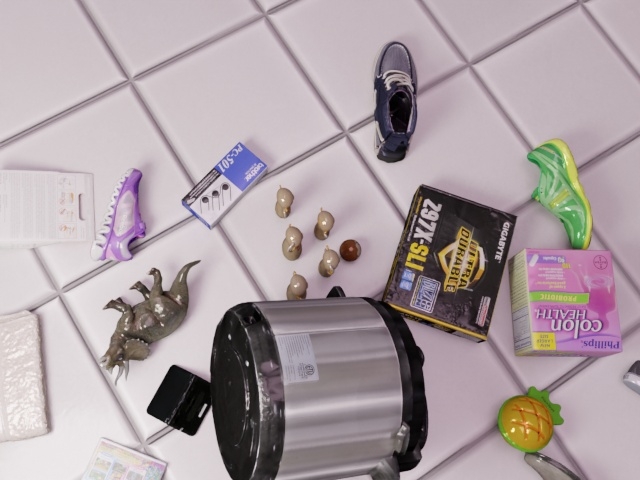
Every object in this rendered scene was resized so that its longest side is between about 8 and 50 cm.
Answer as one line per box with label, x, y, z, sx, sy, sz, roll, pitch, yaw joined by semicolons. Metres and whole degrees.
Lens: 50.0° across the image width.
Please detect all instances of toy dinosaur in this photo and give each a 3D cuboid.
toy dinosaur;-0.382;0.166;1.552;0.313;0.121;0.160;-39;93;-19

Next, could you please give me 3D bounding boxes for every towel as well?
towel;-0.698;0.301;1.500;0.187;0.049;0.282;-10;75;-8

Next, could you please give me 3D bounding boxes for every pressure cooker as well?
pressure cooker;0.017;0.299;1.383;0.420;0.375;0.370;-2;98;-24

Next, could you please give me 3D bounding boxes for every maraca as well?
maraca;0.478;0.405;1.559;0.185;0.099;0.127;-26;69;-34

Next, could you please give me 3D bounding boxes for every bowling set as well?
bowling set;0.000;0.000;1.599;0.199;0.154;0.287;-10;75;-8

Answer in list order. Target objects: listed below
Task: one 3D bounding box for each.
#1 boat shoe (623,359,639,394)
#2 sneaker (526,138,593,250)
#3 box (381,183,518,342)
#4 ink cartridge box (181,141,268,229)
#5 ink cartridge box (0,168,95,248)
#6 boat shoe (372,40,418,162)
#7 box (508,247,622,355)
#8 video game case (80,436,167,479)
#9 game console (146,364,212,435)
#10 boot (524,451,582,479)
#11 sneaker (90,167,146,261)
boat shoe;0.828;0.362;1.617;0.228;0.080;0.076;32;75;12
sneaker;0.600;-0.106;1.727;0.123;0.109;0.296;-18;77;13
box;0.310;0.053;1.654;0.257;0.079;0.322;19;73;2
ink cartridge box;-0.232;-0.133;1.672;0.097;0.046;0.207;41;74;5
ink cartridge box;-0.655;-0.074;1.624;0.224;0.056;0.181;0;73;-25
boat shoe;0.199;-0.379;1.726;0.127;0.158;0.341;2;74;-5
box;0.575;0.150;1.629;0.213;0.117;0.243;2;74;-5
video game case;-0.431;0.521;1.477;0.157;0.019;0.143;21;73;2
game console;-0.308;0.358;1.540;0.107;0.071;0.122;36;72;-26
boot;0.526;0.593;1.518;0.246;0.083;0.161;38;80;7
sneaker;-0.452;-0.051;1.610;0.104;0.095;0.236;18;78;-7
